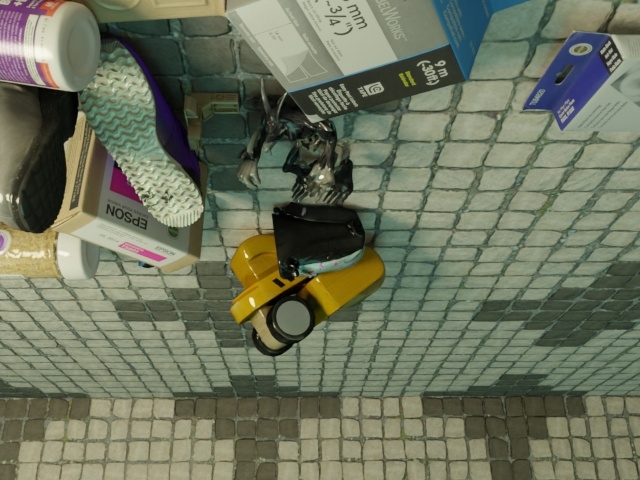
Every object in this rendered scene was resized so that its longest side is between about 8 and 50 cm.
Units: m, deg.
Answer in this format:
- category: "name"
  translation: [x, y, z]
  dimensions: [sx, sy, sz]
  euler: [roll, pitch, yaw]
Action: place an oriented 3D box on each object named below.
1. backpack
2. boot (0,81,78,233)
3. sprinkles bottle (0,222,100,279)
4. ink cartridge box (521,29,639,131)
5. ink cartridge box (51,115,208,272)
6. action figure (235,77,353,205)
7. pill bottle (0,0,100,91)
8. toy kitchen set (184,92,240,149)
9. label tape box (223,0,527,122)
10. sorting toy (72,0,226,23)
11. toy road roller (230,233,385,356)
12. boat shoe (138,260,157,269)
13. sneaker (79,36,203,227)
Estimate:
- category: "backpack"
  translation: [0.000, 0.000, 1.400]
  dimensions: [0.181, 0.152, 0.115]
  euler: [-8, 165, -3]
- category: "boot"
  translation: [-0.441, -0.130, 0.892]
  dimensions: [0.222, 0.338, 0.118]
  euler: [1, 128, -12]
- category: "sprinkles bottle"
  translation: [-0.642, 0.023, 1.431]
  dimensions: [0.355, 0.121, 0.121]
  euler: [-1, 154, 1]
- category: "ink cartridge box"
  translation: [0.433, -0.221, 1.008]
  dimensions: [0.223, 0.045, 0.223]
  euler: [1, 163, -1]
- category: "ink cartridge box"
  translation: [-0.303, -0.077, 1.153]
  dimensions: [0.088, 0.193, 0.234]
  euler: [-20, 149, 35]
- category: "action figure"
  translation: [-0.038, -0.131, 1.099]
  dimensions: [0.164, 0.141, 0.276]
  euler: [17, 166, 26]
- category: "pill bottle"
  translation: [-0.386, -0.252, 0.872]
  dimensions: [0.193, 0.108, 0.108]
  euler: [10, 155, 8]
- category: "toy kitchen set"
  translation: [-0.162, -0.189, 1.049]
  dimensions: [0.075, 0.083, 0.068]
  euler: [0, 155, -2]
- category: "label tape box"
  translation: [0.088, -0.283, 0.839]
  dimensions: [0.333, 0.106, 0.240]
  euler: [-12, 153, 22]
- category: "sorting toy"
  translation: [-0.216, -0.333, 0.814]
  dimensions: [0.208, 0.038, 0.193]
  euler: [2, 154, 6]
- category: "toy road roller"
  translation: [-0.049, 0.079, 1.523]
  dimensions: [0.329, 0.241, 0.202]
  euler: [-31, 173, -25]
- category: "boat shoe"
  translation: [-0.301, -0.006, 1.401]
  dimensions: [0.089, 0.109, 0.258]
  euler: [8, 155, -26]
- category: "sneaker"
  translation: [-0.262, -0.171, 1.053]
  dimensions: [0.102, 0.146, 0.293]
  euler: [-16, 122, 7]
